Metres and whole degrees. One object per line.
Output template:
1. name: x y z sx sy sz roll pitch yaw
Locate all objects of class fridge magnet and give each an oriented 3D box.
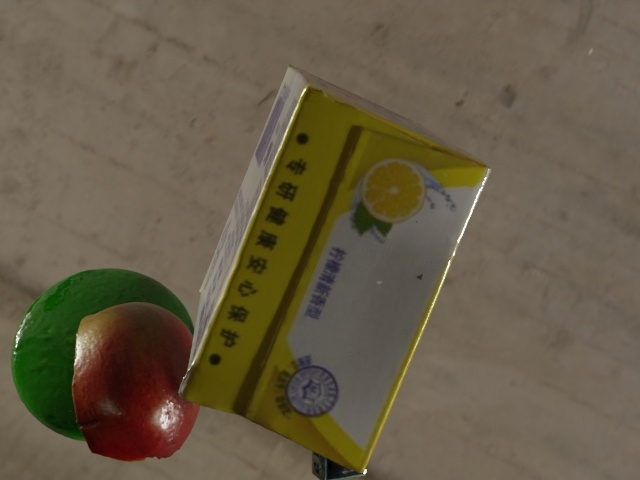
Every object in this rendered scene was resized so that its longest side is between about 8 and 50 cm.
1. fridge magnet: -0.240 0.128 1.542 0.208 0.208 0.088 21 -27 11

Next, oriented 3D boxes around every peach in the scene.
1. peach: -0.168 0.127 1.276 0.118 0.151 0.151 8 -55 53

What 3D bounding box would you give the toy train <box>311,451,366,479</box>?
1. toy train: 0.017 0.107 1.208 0.047 0.043 0.208 23 -65 61

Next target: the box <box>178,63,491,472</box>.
1. box: 0.000 0.000 0.763 0.097 0.265 0.168 21 -84 -6
